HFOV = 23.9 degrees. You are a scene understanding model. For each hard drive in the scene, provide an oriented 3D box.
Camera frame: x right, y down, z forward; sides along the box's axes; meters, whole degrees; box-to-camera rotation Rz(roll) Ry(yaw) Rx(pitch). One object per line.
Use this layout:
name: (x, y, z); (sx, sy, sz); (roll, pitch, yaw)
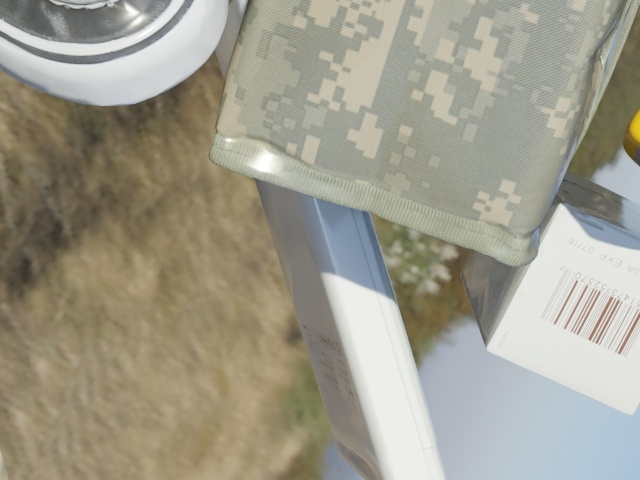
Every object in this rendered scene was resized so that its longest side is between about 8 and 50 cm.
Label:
hard drive: (0.000, 0.000, 0.953); (0.040, 0.307, 0.203); (-17, -176, -9)

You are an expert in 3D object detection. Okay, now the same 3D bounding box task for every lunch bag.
lunch bag: (0.075, -0.148, 0.715); (0.287, 0.169, 0.235); (-58, 165, -70)

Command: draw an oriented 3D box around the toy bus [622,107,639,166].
toy bus: (0.276, -0.161, 0.765); (0.332, 0.130, 0.108); (-44, 167, 1)

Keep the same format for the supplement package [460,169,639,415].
supplement package: (0.166, 0.022, 0.989); (0.179, 0.105, 0.105); (-92, -154, -77)

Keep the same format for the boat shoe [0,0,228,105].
boat shoe: (-0.136, -0.182, 0.550); (0.108, 0.301, 0.102); (-30, 160, -5)

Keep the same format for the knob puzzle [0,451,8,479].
knob puzzle: (-0.230, 0.163, 0.782); (0.213, 0.030, 0.213); (-30, 127, -50)
